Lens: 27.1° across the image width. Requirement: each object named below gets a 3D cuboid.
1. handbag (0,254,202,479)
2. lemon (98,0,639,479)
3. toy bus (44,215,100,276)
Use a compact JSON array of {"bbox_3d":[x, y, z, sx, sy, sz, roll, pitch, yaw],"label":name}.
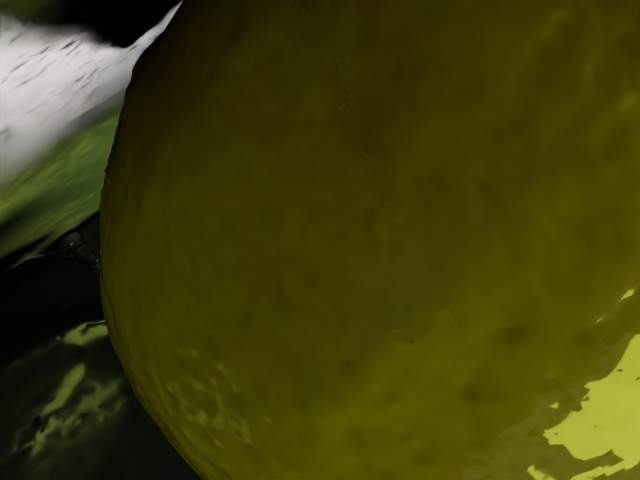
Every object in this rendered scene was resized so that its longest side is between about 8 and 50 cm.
[{"bbox_3d":[-0.155,0.206,0.632,0.329,0.303,0.122,-36,-159,-10],"label":"handbag"},{"bbox_3d":[0.049,-0.015,0.430,0.233,0.233,0.288,-35,168,-52],"label":"lemon"},{"bbox_3d":[-0.104,0.002,0.703,0.083,0.038,0.046,-37,-179,-13],"label":"toy bus"}]
